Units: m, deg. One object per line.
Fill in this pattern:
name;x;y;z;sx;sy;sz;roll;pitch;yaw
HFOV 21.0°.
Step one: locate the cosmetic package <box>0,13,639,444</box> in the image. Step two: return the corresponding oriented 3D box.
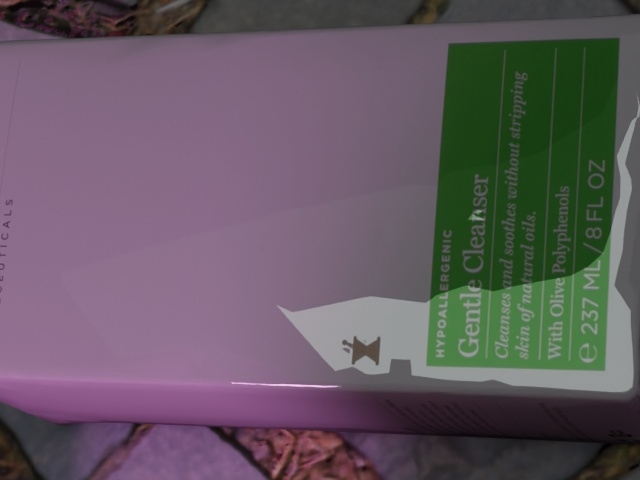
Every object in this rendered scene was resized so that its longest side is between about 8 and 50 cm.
cosmetic package;0.000;0.000;0.918;0.366;0.155;0.196;-1;75;17
